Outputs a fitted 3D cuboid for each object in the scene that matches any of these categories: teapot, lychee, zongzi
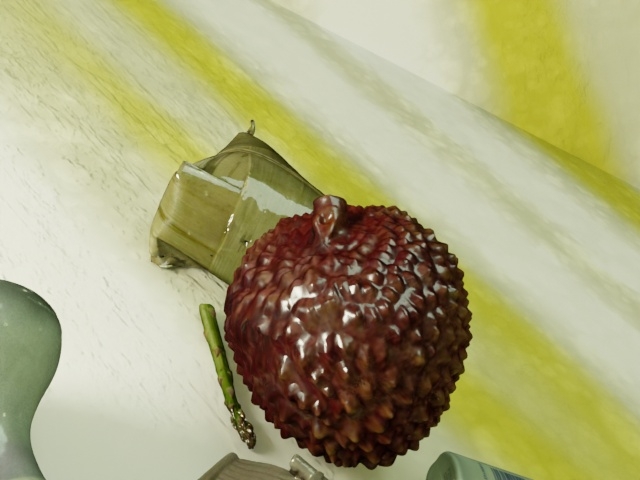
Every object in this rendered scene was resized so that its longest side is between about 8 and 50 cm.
[{"bbox_3d":[-0.300,0.164,0.886,0.183,0.183,0.251,5,47,-43],"label":"teapot"},{"bbox_3d":[0.035,0.104,1.189,0.306,0.330,0.306,-11,23,5],"label":"lychee"},{"bbox_3d":[0.000,0.000,1.498,0.447,0.181,0.418,33,25,-3],"label":"zongzi"}]

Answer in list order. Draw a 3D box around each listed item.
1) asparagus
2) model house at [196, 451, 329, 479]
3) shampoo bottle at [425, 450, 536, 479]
[{"bbox_3d":[-0.119,0.163,1.241,0.248,0.025,0.024,-116,-178,-49],"label":"asparagus"},{"bbox_3d":[-0.050,0.295,0.967,0.188,0.122,0.229,34,27,6],"label":"model house"},{"bbox_3d":[0.305,0.376,1.267,0.359,0.078,0.134,22,31,-20],"label":"shampoo bottle"}]
